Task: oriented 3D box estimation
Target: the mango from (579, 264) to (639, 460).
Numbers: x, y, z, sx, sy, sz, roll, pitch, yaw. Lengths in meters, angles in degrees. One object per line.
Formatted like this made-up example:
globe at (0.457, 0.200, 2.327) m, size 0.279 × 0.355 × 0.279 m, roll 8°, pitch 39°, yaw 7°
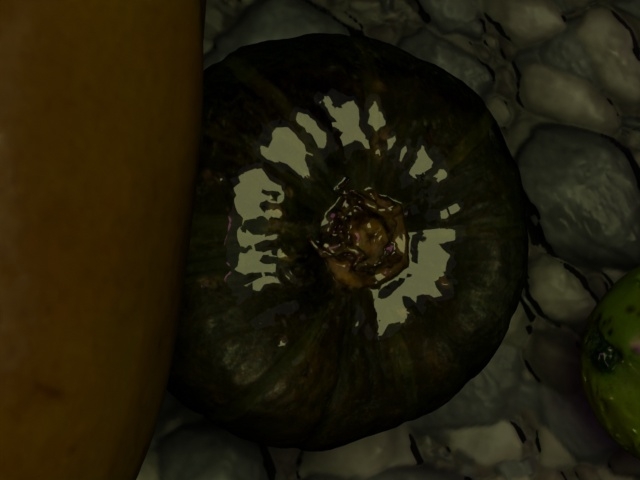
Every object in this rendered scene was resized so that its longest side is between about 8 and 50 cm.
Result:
mango at (0.223, 0.060, 0.981) m, size 0.178 × 0.100 × 0.119 m, roll -13°, pitch 114°, yaw -27°

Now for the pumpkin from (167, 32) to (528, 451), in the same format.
pumpkin at (0.000, 0.000, 0.904) m, size 0.224 × 0.157 × 0.223 m, roll -1°, pitch 93°, yaw -15°

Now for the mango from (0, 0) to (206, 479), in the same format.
mango at (-0.189, -0.020, 0.783) m, size 0.232 × 0.300 × 0.445 m, roll 27°, pitch 77°, yaw -54°
